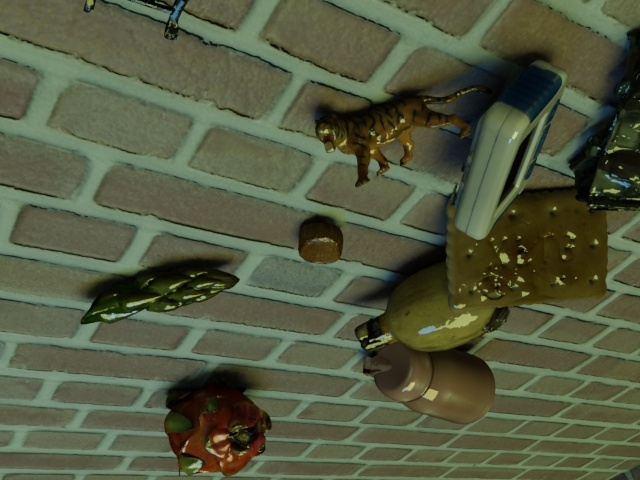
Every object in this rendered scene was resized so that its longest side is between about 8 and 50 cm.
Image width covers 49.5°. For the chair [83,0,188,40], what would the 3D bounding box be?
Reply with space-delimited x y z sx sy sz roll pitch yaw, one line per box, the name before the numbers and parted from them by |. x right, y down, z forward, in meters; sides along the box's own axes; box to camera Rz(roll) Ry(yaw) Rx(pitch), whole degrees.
chair | -0.167 -0.336 0.695 0.113 0.106 0.229 9 138 -26

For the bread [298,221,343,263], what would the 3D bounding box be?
bread | 0.000 0.000 1.224 0.085 0.053 0.085 1 142 1

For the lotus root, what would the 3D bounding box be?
lotus root | 0.217 0.143 1.383 0.310 0.183 0.183 -25 142 15

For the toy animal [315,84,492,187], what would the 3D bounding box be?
toy animal | 0.125 -0.174 1.025 0.255 0.116 0.114 -24 -175 5

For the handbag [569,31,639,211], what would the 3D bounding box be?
handbag | 0.608 -0.188 1.105 0.327 0.162 0.325 -2 138 -4

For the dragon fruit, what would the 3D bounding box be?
dragon fruit | -0.233 0.423 1.565 0.227 0.224 0.224 -28 141 26

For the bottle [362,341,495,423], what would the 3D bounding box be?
bottle | 0.248 0.327 1.639 0.297 0.173 0.206 22 164 -38

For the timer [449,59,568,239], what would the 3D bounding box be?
timer | 0.278 -0.136 1.055 0.178 0.078 0.253 -44 156 -32

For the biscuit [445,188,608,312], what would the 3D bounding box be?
biscuit | 0.382 0.017 1.271 0.324 0.044 0.217 -3 97 -13

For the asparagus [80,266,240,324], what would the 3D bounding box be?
asparagus | -0.286 0.090 1.232 0.287 0.080 0.080 -9 143 -2
